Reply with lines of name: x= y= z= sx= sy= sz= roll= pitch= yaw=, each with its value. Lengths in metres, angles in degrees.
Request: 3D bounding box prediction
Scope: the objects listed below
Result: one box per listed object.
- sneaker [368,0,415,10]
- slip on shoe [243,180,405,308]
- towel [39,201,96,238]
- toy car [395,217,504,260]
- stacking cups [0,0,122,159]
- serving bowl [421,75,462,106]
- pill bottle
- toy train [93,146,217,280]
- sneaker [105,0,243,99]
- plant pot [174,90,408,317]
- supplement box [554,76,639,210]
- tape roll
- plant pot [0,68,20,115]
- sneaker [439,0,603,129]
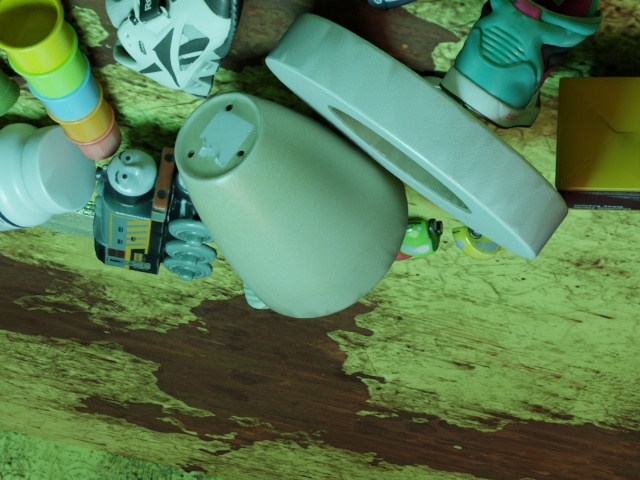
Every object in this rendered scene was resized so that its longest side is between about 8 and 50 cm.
sneaker: x=0.019 y=-0.320 z=1.289 sx=0.282 sy=0.099 sz=0.153 roll=9 pitch=153 yaw=-7
slip on shoe: x=0.000 y=0.000 z=1.879 sx=0.101 sy=0.123 sz=0.331 roll=17 pitch=133 yaw=-38
towel: x=-0.396 y=-0.034 z=2.102 sx=0.148 sy=0.027 sz=0.110 roll=11 pitch=155 yaw=-4
toy car: x=0.157 y=0.001 z=1.873 sx=0.239 sy=0.053 sz=0.225 roll=-2 pitch=176 yaw=20
stacking cups: x=-0.337 y=-0.206 z=1.669 sx=0.096 sy=0.096 sz=0.316 roll=5 pitch=158 yaw=8
serving bowl: x=0.139 y=-0.184 z=1.615 sx=0.083 sy=0.027 sz=0.083 roll=7 pitch=155 yaw=3
pill bottle: x=-0.469 y=-0.089 z=1.866 sx=0.265 sy=0.153 sz=0.153 roll=-6 pitch=151 yaw=29
toy train: x=-0.238 y=-0.038 z=1.880 sx=0.190 sy=0.142 sz=0.334 roll=9 pitch=161 yaw=-6
sneaker: x=-0.166 y=-0.265 z=1.437 sx=0.146 sy=0.122 sz=0.330 roll=13 pitch=154 yaw=-12
plant pot: x=-0.058 y=-0.070 z=1.644 sx=0.256 sy=0.256 sz=0.274 roll=-6 pitch=152 yaw=28
supplement box: x=0.380 y=-0.109 z=1.508 sx=0.191 sy=0.129 sz=0.194 roll=2 pitch=174 yaw=15
tape roll: x=0.110 y=-0.117 z=1.469 sx=0.392 sy=0.072 sz=0.392 roll=36 pitch=180 yaw=0
plant pot: x=-0.453 y=-0.215 z=1.700 sx=0.083 sy=0.083 sz=0.079 roll=1 pitch=140 yaw=17
sneaker: x=0.226 y=-0.226 z=1.399 sx=0.124 sy=0.178 sz=0.295 roll=36 pitch=-164 yaw=6
